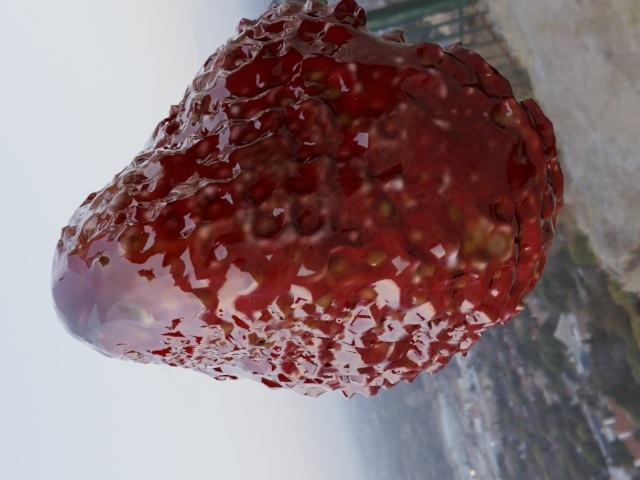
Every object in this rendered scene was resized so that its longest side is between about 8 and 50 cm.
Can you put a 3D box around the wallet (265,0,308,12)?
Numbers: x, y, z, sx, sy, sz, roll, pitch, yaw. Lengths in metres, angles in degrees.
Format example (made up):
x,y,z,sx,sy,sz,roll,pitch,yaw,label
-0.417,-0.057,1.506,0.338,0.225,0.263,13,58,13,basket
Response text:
x,y,z,sx,sy,sz,roll,pitch,yaw,label
0.038,-0.157,0.973,0.146,0.285,0.030,-56,1,29,wallet

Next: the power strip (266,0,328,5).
x,y,z,sx,sy,sz,roll,pitch,yaw,label
-0.066,-0.391,1.033,0.078,0.052,0.272,15,132,56,power strip

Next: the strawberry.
x,y,z,sx,sy,sz,roll,pitch,yaw,label
-0.004,-0.002,0.488,0.261,0.261,0.257,75,-147,-54,strawberry
